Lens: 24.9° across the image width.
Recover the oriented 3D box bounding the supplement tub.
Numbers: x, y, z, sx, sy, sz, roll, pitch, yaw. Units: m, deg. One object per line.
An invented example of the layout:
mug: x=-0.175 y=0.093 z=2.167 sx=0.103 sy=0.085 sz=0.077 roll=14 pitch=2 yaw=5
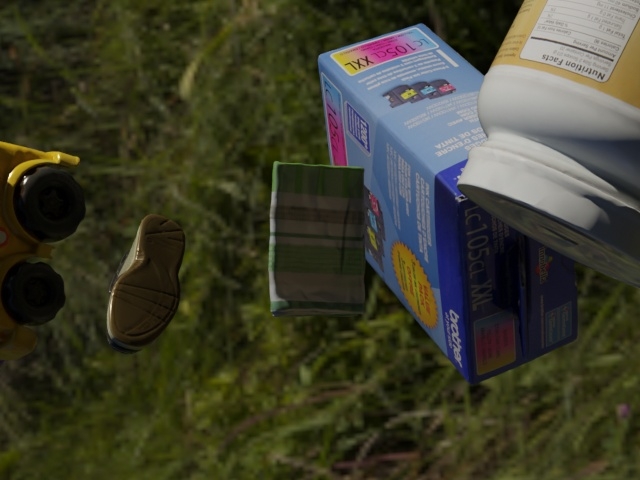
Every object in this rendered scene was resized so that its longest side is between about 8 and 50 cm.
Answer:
supplement tub: x=0.163 y=-0.087 z=0.689 sx=0.200 sy=0.144 sz=0.144 roll=-63 pitch=-8 yaw=-2

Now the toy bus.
toy bus: x=-0.369 y=-0.005 z=1.482 sx=0.149 sy=0.211 sz=0.220 roll=-12 pitch=64 yaw=51

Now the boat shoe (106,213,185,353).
boat shoe: x=-0.145 y=0.043 z=1.186 sx=0.049 sy=0.056 sz=0.152 roll=-58 pitch=11 yaw=38

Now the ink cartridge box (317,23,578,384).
ink cartridge box: x=0.156 y=-0.033 z=1.611 sx=0.395 sy=0.151 sz=0.270 roll=49 pitch=155 yaw=47

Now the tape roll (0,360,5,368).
tape roll: x=-0.539 y=0.092 z=1.936 sx=0.090 sy=0.275 sz=0.275 roll=132 pitch=136 yaw=-69

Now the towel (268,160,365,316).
towel: x=0.000 y=0.000 z=1.430 sx=0.023 sy=0.113 sz=0.152 roll=-1 pitch=88 yaw=54
